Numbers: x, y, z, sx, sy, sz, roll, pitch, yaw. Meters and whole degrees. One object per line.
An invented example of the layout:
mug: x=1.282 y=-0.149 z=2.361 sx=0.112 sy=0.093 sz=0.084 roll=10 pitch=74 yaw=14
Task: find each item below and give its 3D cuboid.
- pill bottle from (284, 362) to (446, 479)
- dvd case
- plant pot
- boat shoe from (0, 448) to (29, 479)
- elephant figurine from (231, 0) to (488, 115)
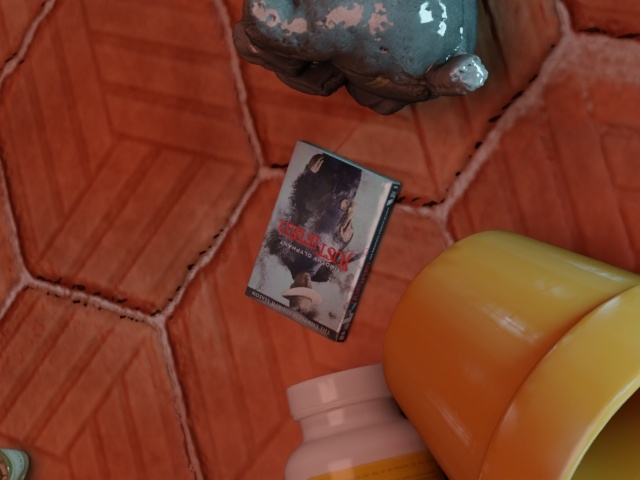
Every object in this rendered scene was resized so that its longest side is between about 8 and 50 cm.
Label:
pill bottle: x=0.034 y=0.177 z=0.972 sx=0.103 sy=0.103 sz=0.184 roll=-20 pitch=78 yaw=31
dvd case: x=0.000 y=0.000 z=1.053 sx=0.087 sy=0.013 sz=0.119 roll=27 pitch=104 yaw=31
plant pot: x=0.141 y=0.091 z=0.865 sx=0.188 sy=0.205 sz=0.205 roll=38 pitch=109 yaw=45
boat shoe: x=-0.280 y=0.218 z=1.210 sx=0.135 sy=0.045 sz=0.050 roll=-46 pitch=74 yaw=19
elephant figurine: x=0.045 y=-0.212 z=0.958 sx=0.186 sy=0.169 sz=0.239 roll=19 pitch=83 yaw=3
